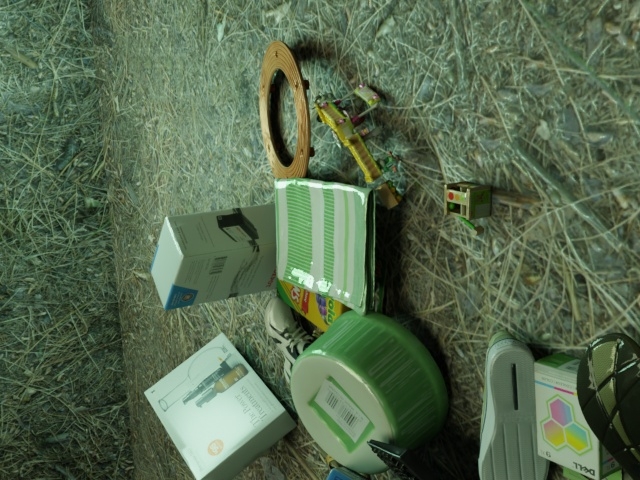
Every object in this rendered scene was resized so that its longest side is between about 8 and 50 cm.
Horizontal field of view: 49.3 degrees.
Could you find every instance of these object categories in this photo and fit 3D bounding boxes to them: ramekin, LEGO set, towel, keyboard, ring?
[{"bbox_3d":[0.082,0.301,1.358,0.303,0.148,0.304,24,128,35],"label":"ramekin"},{"bbox_3d":[0.092,-0.204,1.346,0.287,0.107,0.132,55,175,26],"label":"LEGO set"},{"bbox_3d":[0.000,0.000,1.426,0.324,0.038,0.248,17,110,54],"label":"towel"},{"bbox_3d":[0.225,0.458,1.200,0.317,0.033,0.201,47,153,-20],"label":"keyboard"},{"bbox_3d":[-0.075,-0.274,1.561,0.336,0.032,0.337,172,90,-70],"label":"ring"}]

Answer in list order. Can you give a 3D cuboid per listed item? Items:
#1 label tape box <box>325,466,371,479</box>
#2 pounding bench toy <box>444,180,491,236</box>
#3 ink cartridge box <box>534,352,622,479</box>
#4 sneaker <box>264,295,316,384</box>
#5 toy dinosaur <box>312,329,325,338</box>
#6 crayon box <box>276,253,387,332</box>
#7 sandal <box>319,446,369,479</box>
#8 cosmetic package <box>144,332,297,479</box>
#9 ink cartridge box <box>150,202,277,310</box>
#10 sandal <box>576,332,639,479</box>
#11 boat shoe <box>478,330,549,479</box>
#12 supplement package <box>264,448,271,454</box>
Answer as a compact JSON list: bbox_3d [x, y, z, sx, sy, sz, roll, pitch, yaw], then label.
[{"bbox_3d":[0.122,0.540,1.347,0.240,0.106,0.334,26,168,15],"label":"label tape box"},{"bbox_3d":[0.243,-0.053,1.164,0.065,0.052,0.083,19,115,54],"label":"pounding bench toy"},{"bbox_3d":[0.383,0.284,1.036,0.109,0.062,0.210,10,108,56],"label":"ink cartridge box"},{"bbox_3d":[-0.047,0.241,1.667,0.153,0.094,0.235,-17,85,56],"label":"sneaker"},{"bbox_3d":[0.018,0.276,1.553,0.053,0.093,0.183,10,142,26],"label":"toy dinosaur"},{"bbox_3d":[0.015,0.084,1.535,0.318,0.081,0.202,28,122,50],"label":"crayon box"},{"bbox_3d":[0.048,0.530,1.646,0.180,0.049,0.072,34,127,48],"label":"sandal"},{"bbox_3d":[-0.284,0.463,1.921,0.377,0.284,0.097,39,163,45],"label":"cosmetic package"},{"bbox_3d":[-0.232,0.036,1.695,0.129,0.307,0.223,62,144,28],"label":"ink cartridge box"},{"bbox_3d":[0.445,0.259,0.923,0.120,0.086,0.303,-33,86,50],"label":"sandal"},{"bbox_3d":[0.313,0.294,1.133,0.094,0.109,0.303,-55,-35,-72],"label":"boat shoe"},{"bbox_3d":[-0.251,0.586,2.006,0.105,0.179,0.105,-25,79,57],"label":"supplement package"}]
